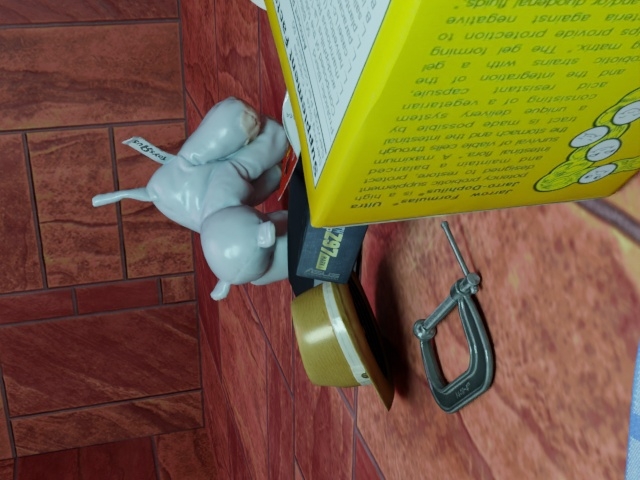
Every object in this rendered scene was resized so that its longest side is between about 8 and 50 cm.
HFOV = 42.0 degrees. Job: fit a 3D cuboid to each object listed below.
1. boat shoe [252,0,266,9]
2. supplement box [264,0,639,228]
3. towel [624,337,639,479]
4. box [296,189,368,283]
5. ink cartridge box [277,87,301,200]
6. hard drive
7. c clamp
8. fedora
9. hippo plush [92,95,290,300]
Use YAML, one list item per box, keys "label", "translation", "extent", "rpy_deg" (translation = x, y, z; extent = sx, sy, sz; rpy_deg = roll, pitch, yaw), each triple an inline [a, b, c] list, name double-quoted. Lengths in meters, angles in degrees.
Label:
- label: "boat shoe"
  translation: [-0.029, -0.344, 0.915]
  extent: [0.324, 0.116, 0.097]
  rpy_deg: [-97, 11, -52]
- label: "supplement box"
  translation: [0.102, -0.173, 0.359]
  extent: [0.356, 0.195, 0.194]
  rpy_deg: [116, 145, -63]
- label: "towel"
  translation: [0.222, 0.163, 0.360]
  extent: [0.285, 0.034, 0.209]
  rpy_deg: [-137, 43, -68]
- label: "box"
  translation: [0.027, -0.103, 0.807]
  extent: [0.183, 0.059, 0.233]
  rpy_deg: [104, 174, -54]
- label: "ink cartridge box"
  translation: [-0.034, -0.158, 1.010]
  extent: [0.145, 0.045, 0.179]
  rpy_deg: [-90, 23, -64]
- label: "hard drive"
  translation: [0.000, 0.000, 1.087]
  extent: [0.172, 0.054, 0.255]
  rpy_deg: [-115, 23, -50]
- label: "c clamp"
  translation: [0.118, 0.080, 0.753]
  extent: [0.161, 0.022, 0.137]
  rpy_deg: [110, 145, -57]
- label: "fedora"
  translation: [0.018, 0.103, 0.895]
  extent: [0.194, 0.079, 0.194]
  rpy_deg: [-20, -90, -82]
- label: "hippo plush"
  translation: [-0.119, -0.059, 1.228]
  extent: [0.236, 0.294, 0.234]
  rpy_deg: [49, 115, 34]
